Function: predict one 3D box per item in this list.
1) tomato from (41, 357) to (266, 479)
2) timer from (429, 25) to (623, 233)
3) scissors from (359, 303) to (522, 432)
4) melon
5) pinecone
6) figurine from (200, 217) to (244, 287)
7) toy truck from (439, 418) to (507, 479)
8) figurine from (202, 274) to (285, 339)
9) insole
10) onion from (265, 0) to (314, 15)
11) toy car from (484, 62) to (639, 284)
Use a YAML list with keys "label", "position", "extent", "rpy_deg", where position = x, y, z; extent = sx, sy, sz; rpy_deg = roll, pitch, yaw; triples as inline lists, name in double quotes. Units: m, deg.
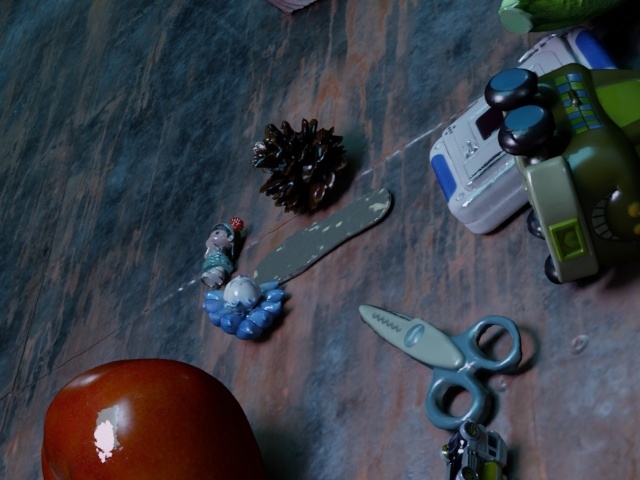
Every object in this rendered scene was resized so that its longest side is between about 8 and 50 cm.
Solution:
- label: "tomato"
  position: [-0.185, 0.266, 1.737]
  extent: [0.226, 0.298, 0.298]
  rpy_deg: [-14, 18, -23]
- label: "timer"
  position: [0.242, -0.136, 1.797]
  extent: [0.253, 0.078, 0.178]
  rpy_deg: [-41, 29, 15]
- label: "scissors"
  position: [0.119, 0.118, 1.693]
  extent: [0.138, 0.041, 0.289]
  rpy_deg: [-59, 30, -2]
- label: "melon"
  position: [0.319, -0.332, 1.843]
  extent: [0.196, 0.124, 0.323]
  rpy_deg: [-10, 34, 52]
- label: "pinecone"
  position: [-0.032, -0.108, 2.097]
  extent: [0.140, 0.121, 0.140]
  rpy_deg: [-50, 23, 31]
- label: "figurine"
  position: [-0.140, 0.017, 2.174]
  extent: [0.060, 0.047, 0.106]
  rpy_deg: [-35, 32, 41]
- label: "toy truck"
  position: [0.151, 0.238, 1.483]
  extent: [0.052, 0.063, 0.123]
  rpy_deg: [-54, 18, 41]
- label: "figurine"
  position: [-0.098, 0.090, 1.991]
  extent: [0.114, 0.079, 0.114]
  rpy_deg: [2, 26, -1]
- label: "insole"
  position: [0.000, 0.000, 2.036]
  extent: [0.248, 0.011, 0.081]
  rpy_deg: [-31, 34, 31]
- label: "onion"
  position: [-0.036, -0.521, 2.518]
  extent: [0.216, 0.206, 0.207]
  rpy_deg: [-23, 38, 38]
- label: "toy car"
  position: [0.294, -0.088, 1.585]
  extent: [0.198, 0.204, 0.248]
  rpy_deg: [-18, 33, 8]
